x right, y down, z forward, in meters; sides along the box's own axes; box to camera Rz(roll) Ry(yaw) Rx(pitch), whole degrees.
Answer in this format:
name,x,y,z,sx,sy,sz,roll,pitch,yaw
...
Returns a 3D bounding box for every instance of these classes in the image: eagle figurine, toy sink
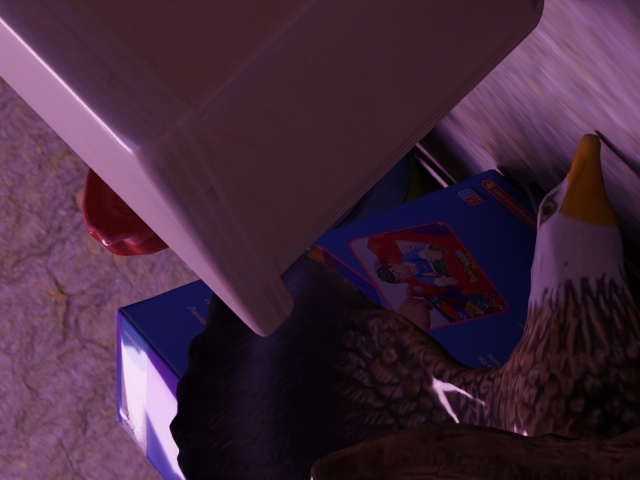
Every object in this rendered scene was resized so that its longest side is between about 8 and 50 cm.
name,x,y,z,sx,sy,sz,roll,pitch,yaw
eagle figurine,0.088,0.070,0.677,0.226,0.225,0.298,35,170,-11
toy sink,-0.032,-0.086,0.486,0.153,0.131,0.234,45,174,13

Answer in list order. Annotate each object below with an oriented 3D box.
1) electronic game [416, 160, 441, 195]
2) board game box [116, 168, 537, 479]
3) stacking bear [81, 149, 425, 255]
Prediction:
name,x,y,z,sx,sy,sz,roll,pitch,yaw
electronic game,0.052,-0.029,1.291,0.229,0.048,0.229,49,177,3
board game box,0.092,0.119,0.808,0.347,0.233,0.078,45,143,38
stacking bear,0.000,0.000,1.108,0.289,0.175,0.164,55,-150,-50
